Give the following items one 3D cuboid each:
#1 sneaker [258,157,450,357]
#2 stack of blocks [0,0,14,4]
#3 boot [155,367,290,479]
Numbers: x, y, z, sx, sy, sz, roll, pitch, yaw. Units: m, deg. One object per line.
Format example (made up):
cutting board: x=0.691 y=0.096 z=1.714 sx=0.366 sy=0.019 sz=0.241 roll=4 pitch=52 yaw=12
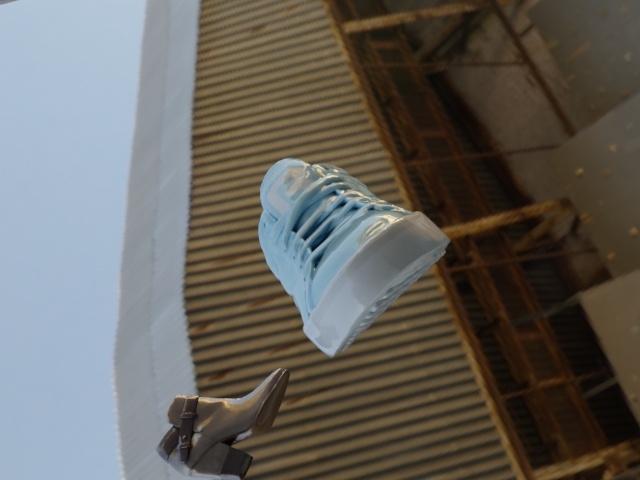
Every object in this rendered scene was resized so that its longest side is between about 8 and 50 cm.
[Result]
sneaker: x=0.000 y=0.000 z=0.914 sx=0.150 sy=0.366 sz=0.135 roll=44 pitch=-96 yaw=-2
stack of blocks: x=-0.083 y=-0.181 z=0.234 sx=0.171 sy=0.297 sz=0.087 roll=-13 pitch=-113 yaw=3
boot: x=-0.088 y=0.152 z=0.941 sx=0.087 sy=0.042 sz=0.118 roll=17 pitch=-117 yaw=22
